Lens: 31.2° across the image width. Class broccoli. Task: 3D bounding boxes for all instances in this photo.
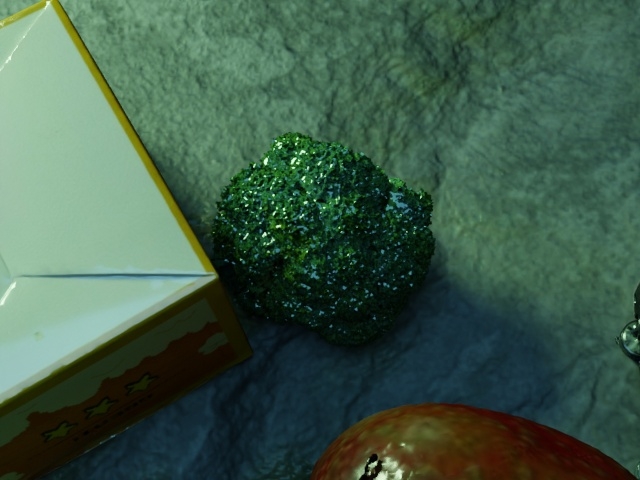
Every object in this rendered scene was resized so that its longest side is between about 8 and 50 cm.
[{"bbox_3d":[0.000,0.000,0.938,0.195,0.156,0.195,2,109,5],"label":"broccoli"}]

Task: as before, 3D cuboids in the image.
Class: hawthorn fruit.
[{"bbox_3d":[0.128,0.263,0.772,0.369,0.285,0.285,14,69,-14],"label":"hawthorn fruit"}]

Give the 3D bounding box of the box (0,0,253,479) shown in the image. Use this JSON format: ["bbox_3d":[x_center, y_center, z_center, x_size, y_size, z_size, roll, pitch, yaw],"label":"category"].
[{"bbox_3d":[-0.239,0.015,0.912,0.259,0.214,0.283,-29,70,-9],"label":"box"}]

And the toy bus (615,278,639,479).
[{"bbox_3d":[0.300,0.115,0.889,0.108,0.096,0.199,-1,66,0],"label":"toy bus"}]
